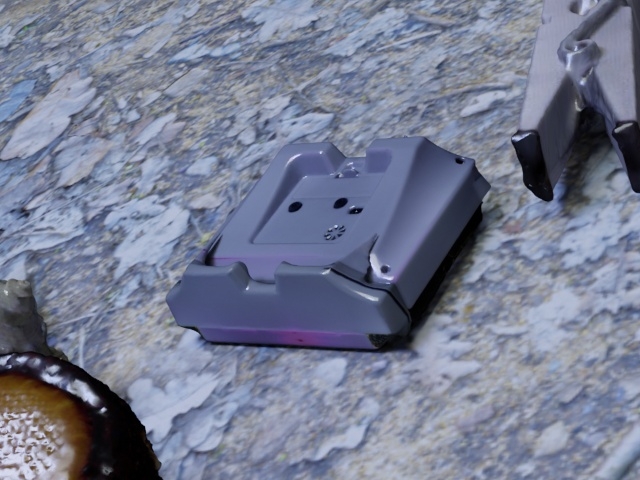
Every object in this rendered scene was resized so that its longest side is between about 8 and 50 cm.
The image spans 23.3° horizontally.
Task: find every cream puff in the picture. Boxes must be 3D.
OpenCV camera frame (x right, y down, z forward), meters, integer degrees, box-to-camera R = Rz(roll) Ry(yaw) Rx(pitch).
[{"bbox_3d":[-0.222,0.202,1.103,0.239,0.165,0.239,-10,47,10],"label":"cream puff"}]

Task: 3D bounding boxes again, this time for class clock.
[{"bbox_3d":[0.000,0.000,1.318,0.253,0.083,0.186,-1,39,39],"label":"clock"}]

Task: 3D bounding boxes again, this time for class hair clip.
[{"bbox_3d":[0.235,-0.151,1.347,0.101,0.085,0.330,-14,32,21],"label":"hair clip"}]

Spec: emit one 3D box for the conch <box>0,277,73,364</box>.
[{"bbox_3d":[-0.287,0.139,1.290,0.245,0.163,0.178,-54,23,24],"label":"conch"}]
